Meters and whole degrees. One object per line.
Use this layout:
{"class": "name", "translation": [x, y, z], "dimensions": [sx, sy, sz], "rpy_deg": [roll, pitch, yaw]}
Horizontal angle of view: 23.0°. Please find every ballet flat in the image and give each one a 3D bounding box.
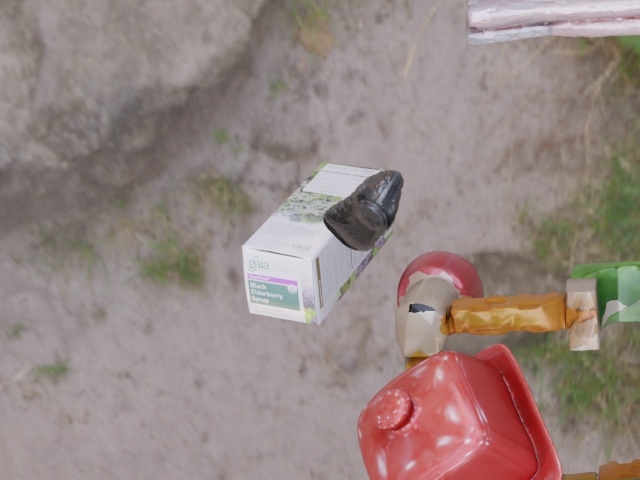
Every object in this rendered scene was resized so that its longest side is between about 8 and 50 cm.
{"class": "ballet flat", "translation": [0.045, -0.026, 1.529], "dimensions": [0.057, 0.173, 0.049], "rpy_deg": [41, 72, -6]}

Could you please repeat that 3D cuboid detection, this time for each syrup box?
{"class": "syrup box", "translation": [0.000, 0.000, 1.908], "dimensions": [0.093, 0.096, 0.237], "rpy_deg": [9, 33, 23]}

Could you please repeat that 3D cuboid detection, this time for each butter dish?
{"class": "butter dish", "translation": [0.087, 0.155, 1.252], "dimensions": [0.160, 0.118, 0.160], "rpy_deg": [-37, 41, 17]}

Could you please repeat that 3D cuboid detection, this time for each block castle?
{"class": "block castle", "translation": [0.302, 0.152, 1.481], "dimensions": [0.453, 0.213, 0.303], "rpy_deg": [-5, 101, 13]}

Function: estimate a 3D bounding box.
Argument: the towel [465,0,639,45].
{"class": "towel", "translation": [0.325, -0.313, 1.818], "dimensions": [0.317, 0.053, 0.332], "rpy_deg": [-2, 31, 8]}
